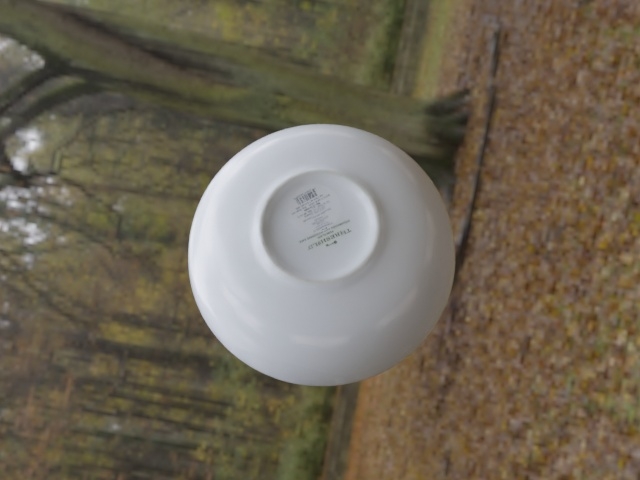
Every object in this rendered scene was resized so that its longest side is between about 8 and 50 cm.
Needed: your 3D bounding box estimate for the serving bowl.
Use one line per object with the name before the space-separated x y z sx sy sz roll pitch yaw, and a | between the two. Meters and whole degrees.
serving bowl | 0.000 0.000 0.360 0.027 0.083 0.083 85 -166 -70
